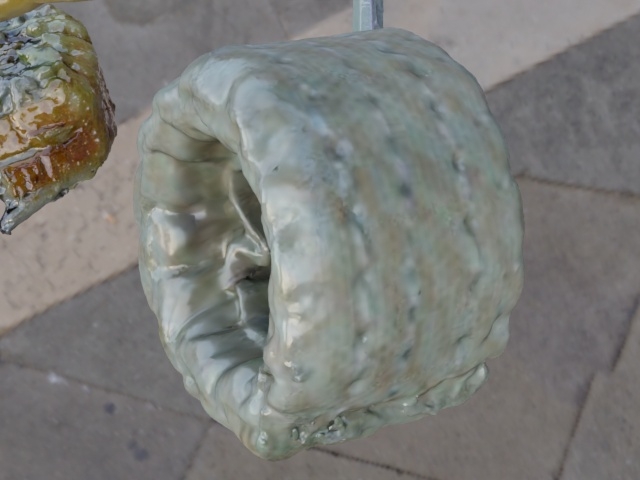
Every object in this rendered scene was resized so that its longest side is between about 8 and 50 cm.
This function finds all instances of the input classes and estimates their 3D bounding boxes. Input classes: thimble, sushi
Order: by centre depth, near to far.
[{"bbox_3d":[0.000,0.000,0.883,0.195,0.291,0.291,-12,45,-26],"label":"thimble"},{"bbox_3d":[-0.303,-0.132,1.247,0.184,0.139,0.274,-17,30,-5],"label":"sushi"}]

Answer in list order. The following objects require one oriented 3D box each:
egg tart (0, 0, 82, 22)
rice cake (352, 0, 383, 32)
[{"bbox_3d":[-0.185,-0.168,0.475,0.388,0.388,0.169,-5,90,19],"label":"egg tart"},{"bbox_3d":[0.061,-0.300,1.493,0.042,0.180,0.030,10,16,34],"label":"rice cake"}]
